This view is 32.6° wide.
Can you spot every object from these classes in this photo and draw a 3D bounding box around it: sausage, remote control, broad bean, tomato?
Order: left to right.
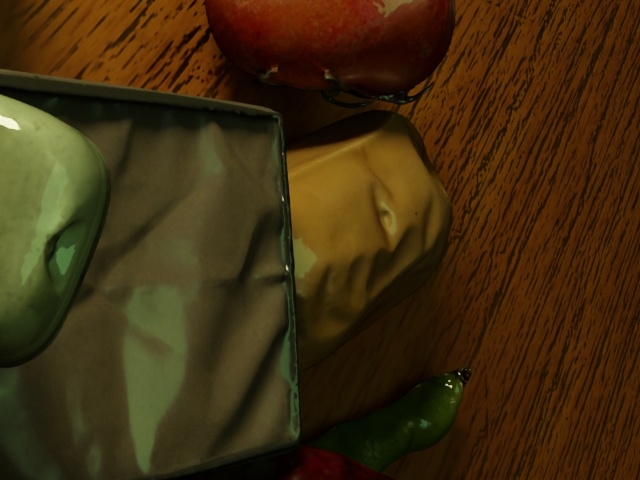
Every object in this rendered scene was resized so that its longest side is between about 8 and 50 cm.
[{"bbox_3d":[-0.222,-0.045,0.349,0.310,0.038,0.090,19,83,-2],"label":"remote control"},{"bbox_3d":[0.000,0.000,0.697,0.241,0.120,0.136,-27,108,-52],"label":"sausage"},{"bbox_3d":[0.011,-0.165,0.710,0.167,0.167,0.167,10,76,-49],"label":"tomato"},{"bbox_3d":[0.034,0.146,0.772,0.052,0.052,0.256,48,36,18],"label":"broad bean"}]

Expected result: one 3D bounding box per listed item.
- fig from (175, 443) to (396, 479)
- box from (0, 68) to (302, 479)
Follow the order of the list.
[{"bbox_3d":[-0.013,0.237,0.574,0.224,0.224,0.263,-21,111,-50],"label":"fig"},{"bbox_3d":[-0.142,0.023,0.500,0.252,0.153,0.188,4,82,-51],"label":"box"}]
